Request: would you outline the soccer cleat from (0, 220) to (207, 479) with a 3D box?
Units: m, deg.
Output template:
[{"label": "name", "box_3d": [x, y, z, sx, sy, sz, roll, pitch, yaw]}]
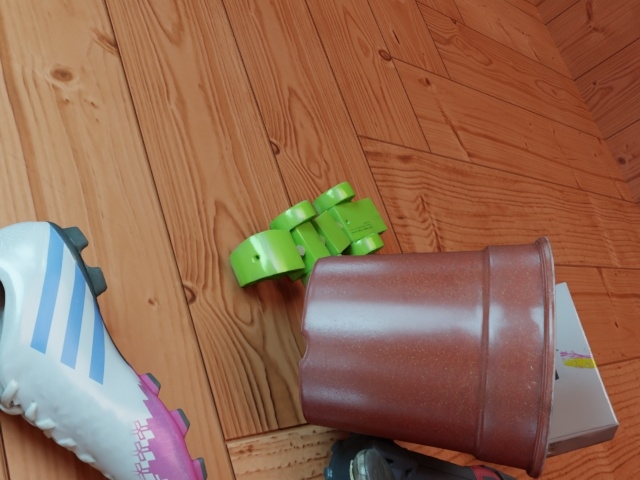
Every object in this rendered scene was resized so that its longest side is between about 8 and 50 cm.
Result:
[{"label": "soccer cleat", "box_3d": [-0.233, 0.140, 0.688, 0.143, 0.116, 0.331, -25, 81, -39]}]

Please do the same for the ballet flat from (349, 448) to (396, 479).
[{"label": "ballet flat", "box_3d": [0.069, 0.321, 0.860, 0.250, 0.058, 0.084, 66, 20, -43]}]

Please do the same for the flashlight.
[{"label": "flashlight", "box_3d": [0.141, 0.325, 0.987, 0.304, 0.103, 0.103, 24, 84, -32]}]

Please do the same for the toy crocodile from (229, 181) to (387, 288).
[{"label": "toy crocodile", "box_3d": [0.000, 0.000, 1.077, 0.115, 0.105, 0.340, 58, 31, 2]}]

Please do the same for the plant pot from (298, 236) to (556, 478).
[{"label": "plant pot", "box_3d": [0.121, 0.123, 0.877, 0.272, 0.265, 0.272, 3, 90, -80]}]

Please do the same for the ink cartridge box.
[{"label": "ink cartridge box", "box_3d": [0.357, 0.220, 1.212, 0.171, 0.168, 0.233, 52, 23, -61]}]
